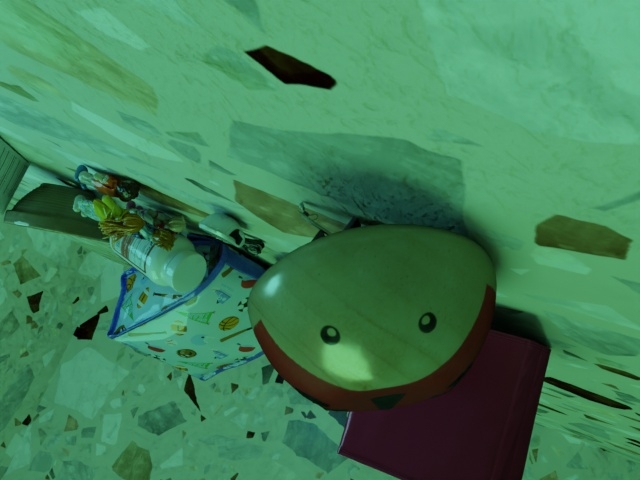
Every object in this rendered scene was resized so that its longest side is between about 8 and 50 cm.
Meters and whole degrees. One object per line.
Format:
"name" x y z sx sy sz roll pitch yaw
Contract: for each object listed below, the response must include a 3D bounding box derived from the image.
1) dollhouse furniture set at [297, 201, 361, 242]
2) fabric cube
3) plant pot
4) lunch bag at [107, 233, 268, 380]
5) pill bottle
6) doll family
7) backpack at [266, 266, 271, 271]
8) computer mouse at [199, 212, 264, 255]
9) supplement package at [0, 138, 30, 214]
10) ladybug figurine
"dollhouse furniture set" 0.000 0.000 0.853 0.081 0.091 0.114 35 175 18
"fabric cube" 0.220 0.267 1.065 0.254 0.258 0.259 11 173 29
"plant pot" -0.599 -0.069 1.472 0.238 0.109 0.237 10 176 1
"lunch bag" -0.263 0.153 1.565 0.386 0.238 0.328 -25 139 30
"pill bottle" -0.352 0.026 1.383 0.216 0.121 0.121 29 174 32
"doll family" -0.366 -0.036 1.229 0.163 0.118 0.263 17 167 26
"backpack" -0.020 0.157 1.328 0.254 0.191 0.225 29 169 -5
"computer mouse" -0.164 -0.017 1.145 0.106 0.042 0.193 26 174 7
"supplement package" -0.726 -0.159 1.300 0.139 0.133 0.244 23 168 -3
"ladybug figurine" 0.072 0.119 0.788 0.305 0.161 0.449 -11 160 6
